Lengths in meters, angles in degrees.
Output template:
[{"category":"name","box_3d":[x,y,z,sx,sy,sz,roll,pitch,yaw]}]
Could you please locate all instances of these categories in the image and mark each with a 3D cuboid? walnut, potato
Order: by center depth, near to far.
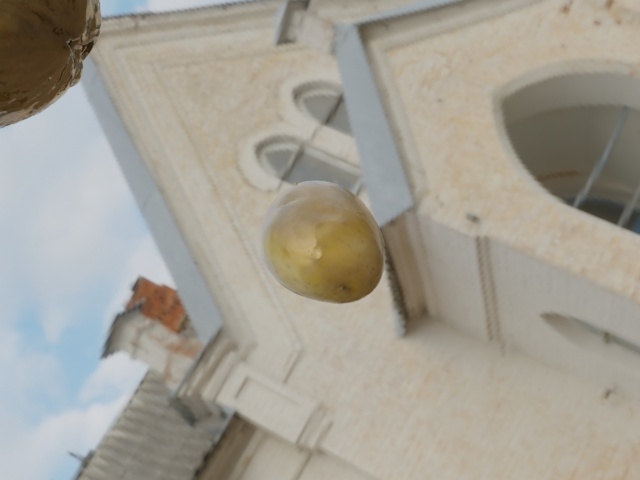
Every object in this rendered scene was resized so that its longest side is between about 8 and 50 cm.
[{"category":"walnut","box_3d":[-0.213,-0.140,0.692,0.166,0.167,0.149,-60,-22,-12]},{"category":"potato","box_3d":[0.000,0.000,1.431,0.234,0.150,0.146,-112,2,-77]}]
